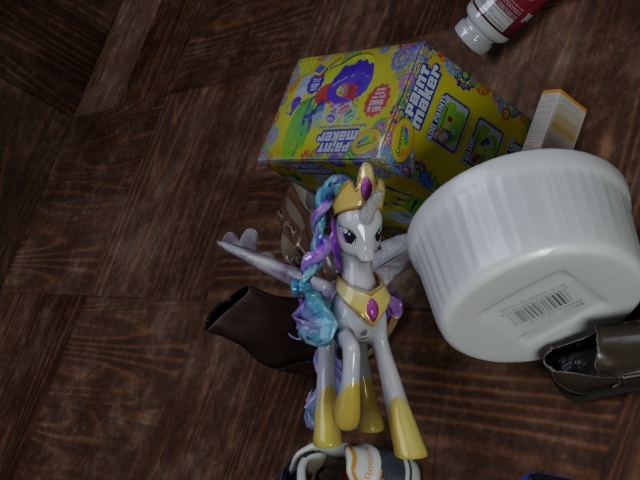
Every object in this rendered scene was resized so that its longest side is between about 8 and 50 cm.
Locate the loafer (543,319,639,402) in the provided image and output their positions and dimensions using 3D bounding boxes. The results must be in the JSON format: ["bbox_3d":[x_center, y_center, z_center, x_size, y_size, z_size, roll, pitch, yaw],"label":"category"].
[{"bbox_3d":[0.349,0.133,1.376,0.220,0.078,0.080,-29,44,39],"label":"loafer"}]

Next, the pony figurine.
[{"bbox_3d":[0.037,0.084,1.581,0.351,0.302,0.364,-176,81,-77],"label":"pony figurine"}]

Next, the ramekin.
[{"bbox_3d":[0.250,0.029,1.422,0.277,0.277,0.135,-38,46,31],"label":"ramekin"}]

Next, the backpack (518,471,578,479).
[{"bbox_3d":[0.259,0.335,1.333,0.101,0.098,0.120,114,163,-55],"label":"backpack"}]

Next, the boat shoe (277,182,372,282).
[{"bbox_3d":[0.000,0.000,1.927,0.116,0.123,0.324,-54,22,20],"label":"boat shoe"}]

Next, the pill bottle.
[{"bbox_3d":[0.282,-0.361,1.839,0.152,0.086,0.086,-44,36,24],"label":"pill bottle"}]

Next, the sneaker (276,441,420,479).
[{"bbox_3d":[-0.017,0.361,1.660,0.321,0.127,0.126,-37,41,34],"label":"sneaker"}]

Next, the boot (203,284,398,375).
[{"bbox_3d":[-0.026,0.117,1.778,0.248,0.207,0.090,-35,41,34],"label":"boot"}]

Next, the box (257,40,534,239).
[{"bbox_3d":[0.119,-0.128,1.704,0.290,0.279,0.177,5,70,54],"label":"box"}]

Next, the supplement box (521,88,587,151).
[{"bbox_3d":[0.322,-0.150,1.645,0.036,0.062,0.098,4,68,54],"label":"supplement box"}]
